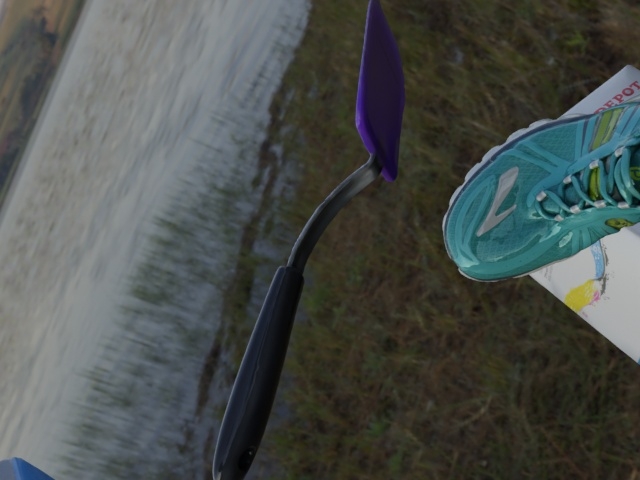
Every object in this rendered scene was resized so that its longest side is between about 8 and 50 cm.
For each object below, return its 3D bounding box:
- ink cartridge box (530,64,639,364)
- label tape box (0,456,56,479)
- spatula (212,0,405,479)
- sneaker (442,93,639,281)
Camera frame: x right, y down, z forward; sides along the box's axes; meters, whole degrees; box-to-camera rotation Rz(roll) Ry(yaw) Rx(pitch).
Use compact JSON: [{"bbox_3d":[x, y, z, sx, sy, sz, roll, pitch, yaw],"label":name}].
[{"bbox_3d":[0.318,-0.015,0.860,0.171,0.233,0.168,-36,-32,-20],"label":"ink cartridge box"},{"bbox_3d":[-0.091,0.173,0.206,0.241,0.334,0.105,40,146,55],"label":"label tape box"},{"bbox_3d":[0.000,0.000,0.518,0.030,0.084,0.296,15,71,27],"label":"spatula"},{"bbox_3d":[0.209,-0.051,0.640,0.275,0.107,0.110,-27,4,18],"label":"sneaker"}]
